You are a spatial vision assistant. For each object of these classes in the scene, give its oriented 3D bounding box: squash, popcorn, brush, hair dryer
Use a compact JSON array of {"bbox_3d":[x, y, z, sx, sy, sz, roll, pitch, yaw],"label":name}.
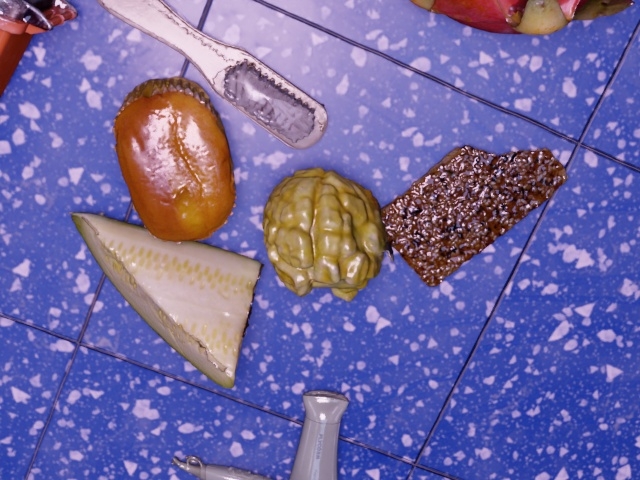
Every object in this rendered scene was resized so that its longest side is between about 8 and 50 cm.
[{"bbox_3d":[-0.215,0.079,1.069,0.252,0.093,0.169,16,60,-9],"label":"squash"},{"bbox_3d":[0.010,-0.005,1.038,0.142,0.173,0.173,-34,105,13],"label":"popcorn"},{"bbox_3d":[-0.130,-0.215,1.017,0.327,0.065,0.070,35,101,-11],"label":"brush"},{"bbox_3d":[-0.088,0.299,1.174,0.237,0.075,0.206,6,98,3],"label":"hair dryer"}]

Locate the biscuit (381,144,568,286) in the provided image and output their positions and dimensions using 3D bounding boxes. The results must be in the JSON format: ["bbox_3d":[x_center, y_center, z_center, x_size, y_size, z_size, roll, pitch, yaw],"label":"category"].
[{"bbox_3d":[0.195,-0.054,1.100,0.237,0.026,0.131,-39,106,8],"label":"biscuit"}]

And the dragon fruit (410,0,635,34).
[{"bbox_3d":[0.230,-0.359,0.913,0.290,0.189,0.290,-5,108,-16],"label":"dragon fruit"}]

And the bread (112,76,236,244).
[{"bbox_3d":[-0.173,-0.095,1.026,0.132,0.114,0.190,-17,111,-1],"label":"bread"}]

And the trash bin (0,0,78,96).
[{"bbox_3d":[-0.405,-0.206,0.960,0.184,0.161,0.238,25,110,-10],"label":"trash bin"}]
